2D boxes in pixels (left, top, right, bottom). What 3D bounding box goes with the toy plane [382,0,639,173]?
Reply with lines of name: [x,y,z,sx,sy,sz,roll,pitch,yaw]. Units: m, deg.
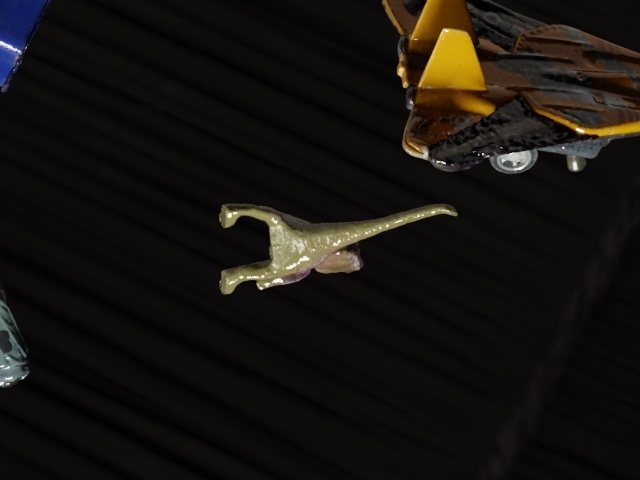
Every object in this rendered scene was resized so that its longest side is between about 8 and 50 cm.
toy plane: [0.203,-0.102,1.271,0.103,0.316,0.204,121,-26,-42]

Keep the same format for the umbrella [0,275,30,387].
umbrella: [-0.337,0.021,1.646,0.052,0.250,0.053,-18,180,-23]

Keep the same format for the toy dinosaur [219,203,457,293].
toy dinosaur: [-0.001,-0.004,1.734,0.251,0.199,0.072,123,-39,-62]

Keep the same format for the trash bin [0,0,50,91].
trash bin: [-0.406,-0.267,1.796,0.184,0.234,0.162,-36,-149,64]

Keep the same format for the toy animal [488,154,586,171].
toy animal: [0.281,-0.144,1.965,0.146,0.245,0.114,68,8,-60]
